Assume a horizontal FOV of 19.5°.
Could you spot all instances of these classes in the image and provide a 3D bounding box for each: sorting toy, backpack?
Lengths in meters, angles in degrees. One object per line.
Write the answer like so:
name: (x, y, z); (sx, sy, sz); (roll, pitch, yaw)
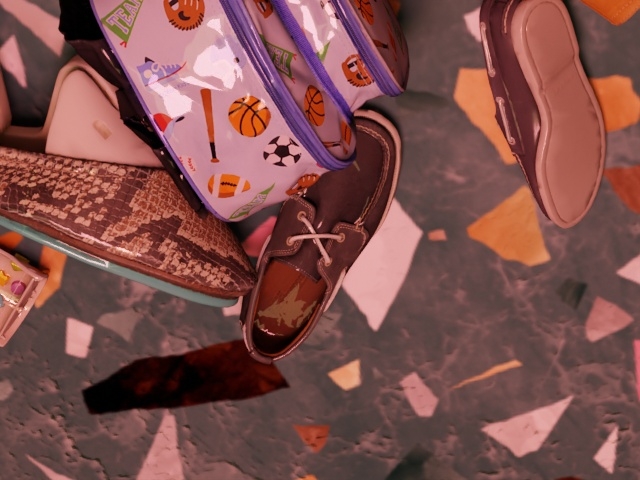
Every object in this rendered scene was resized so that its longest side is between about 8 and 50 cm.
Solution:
sorting toy: (-0.280, 0.034, 1.609); (0.075, 0.045, 0.083); (34, 118, -2)
backpack: (-0.055, -0.145, 1.353); (0.213, 0.263, 0.276); (-29, 110, 21)

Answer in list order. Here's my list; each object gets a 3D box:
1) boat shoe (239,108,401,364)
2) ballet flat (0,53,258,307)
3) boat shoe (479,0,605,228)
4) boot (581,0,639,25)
boat shoe: (0.000, 0.000, 1.530); (0.084, 0.079, 0.233); (27, 117, -5)
ballet flat: (-0.271, -0.084, 1.491); (0.482, 0.164, 0.182); (14, 99, 2)
boat shoe: (0.172, -0.106, 1.471); (0.065, 0.075, 0.206); (22, 138, 46)
boot: (0.224, -0.307, 1.325); (0.211, 0.104, 0.295); (29, 125, -10)
